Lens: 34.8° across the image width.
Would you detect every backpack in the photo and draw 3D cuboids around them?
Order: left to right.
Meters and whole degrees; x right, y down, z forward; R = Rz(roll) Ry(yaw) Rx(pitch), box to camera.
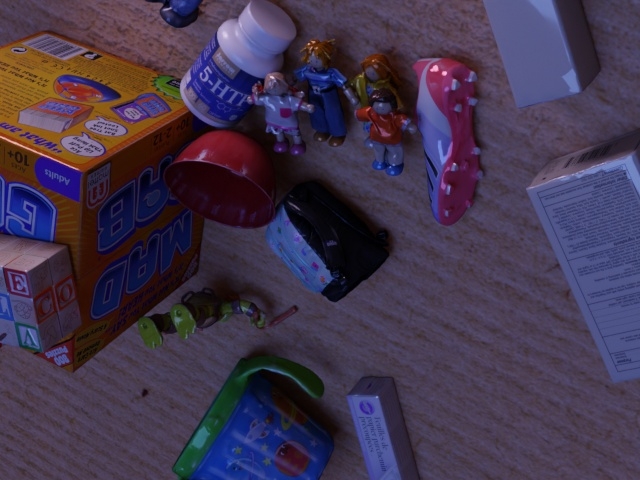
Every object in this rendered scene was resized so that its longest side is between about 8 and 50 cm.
[{"bbox_3d":[0.000,0.000,1.590,0.182,0.152,0.115,46,131,9],"label":"backpack"}]

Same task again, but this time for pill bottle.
[{"bbox_3d":[-0.121,-0.268,1.536,0.112,0.112,0.187,45,127,2],"label":"pill bottle"}]

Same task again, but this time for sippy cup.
[{"bbox_3d":[-0.106,0.361,1.788,0.224,0.240,0.305,33,149,-1],"label":"sippy cup"}]

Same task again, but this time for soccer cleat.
[{"bbox_3d":[0.176,-0.143,1.467,0.095,0.083,0.248,28,131,44],"label":"soccer cleat"}]

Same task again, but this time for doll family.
[{"bbox_3d":[0.030,-0.209,1.487,0.263,0.118,0.163,12,137,21],"label":"doll family"}]

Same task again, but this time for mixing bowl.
[{"bbox_3d":[-0.140,-0.107,1.575,0.181,0.098,0.181,16,152,9],"label":"mixing bowl"}]

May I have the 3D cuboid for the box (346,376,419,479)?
[{"bbox_3d":[0.123,0.391,1.761,0.063,0.067,0.324,-4,112,30],"label":"box"}]

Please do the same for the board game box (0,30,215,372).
[{"bbox_3d":[-0.423,-0.079,1.644,0.356,0.356,0.356,23,123,18],"label":"board game box"}]

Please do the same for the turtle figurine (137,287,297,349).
[{"bbox_3d":[-0.194,0.124,1.734,0.269,0.217,0.087,-5,92,24],"label":"turtle figurine"}]

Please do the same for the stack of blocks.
[{"bbox_3d":[-0.496,0.079,1.485,0.297,0.087,0.171,9,119,26],"label":"stack of blocks"}]

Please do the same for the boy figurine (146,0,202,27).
[{"bbox_3d":[-0.169,-0.451,1.485,0.177,0.092,0.285,43,126,4],"label":"boy figurine"}]

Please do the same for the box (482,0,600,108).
[{"bbox_3d":[0.266,-0.319,1.299,0.094,0.113,0.275,-11,107,33],"label":"box"}]

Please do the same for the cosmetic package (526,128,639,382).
[{"bbox_3d":[0.421,0.024,1.384,0.160,0.113,0.309,-18,105,34],"label":"cosmetic package"}]
